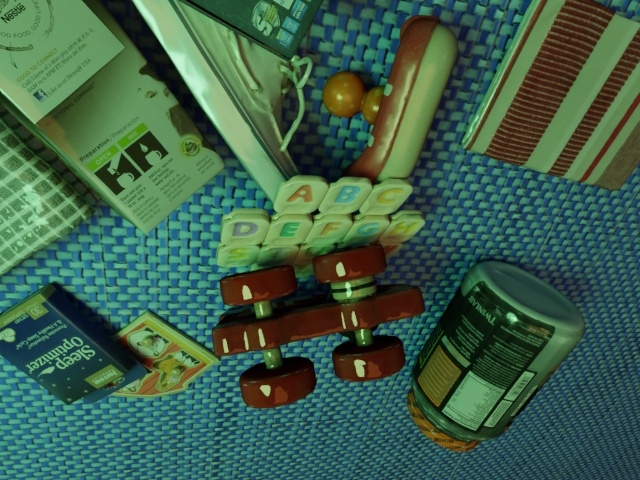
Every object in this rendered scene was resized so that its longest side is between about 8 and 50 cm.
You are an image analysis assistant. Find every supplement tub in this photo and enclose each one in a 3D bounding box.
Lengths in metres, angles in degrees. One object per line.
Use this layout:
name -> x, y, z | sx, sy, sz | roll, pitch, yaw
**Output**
supplement tub -> 0.308, 0.225, 0.763 | 0.207, 0.207, 0.337 | 11, 118, -19

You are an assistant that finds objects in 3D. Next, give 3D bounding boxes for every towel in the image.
towel -> -0.451, -0.051, 0.469 | 0.284, 0.121, 0.235 | -32, 122, 7
towel -> 0.407, -0.215, 0.624 | 0.329, 0.037, 0.237 | 10, 120, -17

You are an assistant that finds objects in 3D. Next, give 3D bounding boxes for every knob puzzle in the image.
knob puzzle -> -0.316, 0.233, 0.726 | 0.213, 0.030, 0.213 | -6, 122, -10

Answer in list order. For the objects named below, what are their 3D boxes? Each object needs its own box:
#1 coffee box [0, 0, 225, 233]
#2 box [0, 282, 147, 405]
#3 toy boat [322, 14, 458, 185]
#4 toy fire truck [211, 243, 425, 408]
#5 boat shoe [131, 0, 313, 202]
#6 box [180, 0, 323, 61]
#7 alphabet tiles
coffee box -> -0.256, -0.162, 0.403 | 0.119, 0.168, 0.297 | -47, 125, -18
box -> -0.411, 0.187, 0.654 | 0.136, 0.036, 0.225 | -30, 117, 9
toy boat -> 0.073, -0.174, 0.526 | 0.151, 0.151, 0.231 | 21, 117, 10
toy fire truck -> -0.013, 0.109, 0.613 | 0.302, 0.254, 0.169 | -12, 90, -7
boat shoe -> -0.079, -0.205, 0.471 | 0.156, 0.136, 0.367 | -34, 116, -4
box -> -0.048, -0.283, 0.292 | 0.183, 0.059, 0.232 | 23, 133, -22
alphabet tiles -> 0.000, 0.000, 0.573 | 0.284, 0.021, 0.278 | -1, 152, -21
